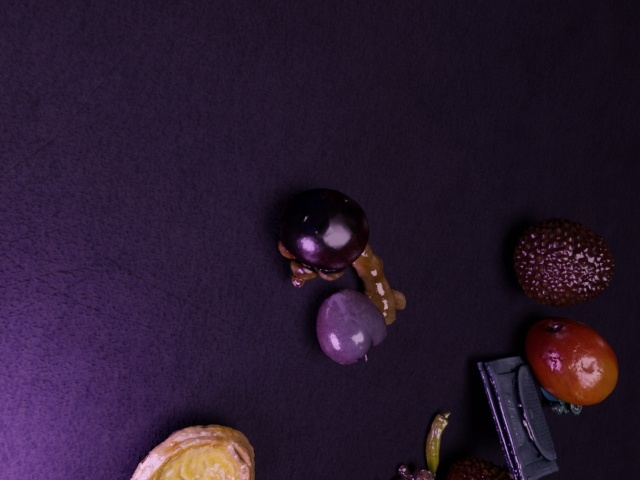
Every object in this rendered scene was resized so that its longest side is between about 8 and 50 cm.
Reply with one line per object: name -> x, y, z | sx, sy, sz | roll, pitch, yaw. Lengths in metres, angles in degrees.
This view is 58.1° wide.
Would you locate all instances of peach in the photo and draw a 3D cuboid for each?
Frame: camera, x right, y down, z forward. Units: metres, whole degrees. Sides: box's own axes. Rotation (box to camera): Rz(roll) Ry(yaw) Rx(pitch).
peach -> 0.745, 0.358, 1.729 | 0.281, 0.238, 0.281 | 37, 35, -32

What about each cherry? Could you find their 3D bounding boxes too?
cherry -> 0.064, 0.200, 1.335 | 0.176, 0.140, 0.176 | 8, 69, -23

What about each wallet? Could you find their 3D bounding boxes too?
wallet -> 0.578, 0.502, 1.651 | 0.237, 0.075, 0.342 | 6, 63, -44

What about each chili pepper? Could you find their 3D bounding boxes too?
chili pepper -> 0.316, 0.574, 1.607 | 0.049, 0.043, 0.208 | 4, 100, -59

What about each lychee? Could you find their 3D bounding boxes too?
lychee -> 0.695, 0.056, 1.664 | 0.267, 0.267, 0.267 | -5, 98, -33
lychee -> 0.439, 0.722, 1.583 | 0.236, 0.271, 0.236 | 2, 79, -10

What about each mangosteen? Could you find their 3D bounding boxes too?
mangosteen -> 0.000, 0.000, 1.250 | 0.194, 0.194, 0.230 | 2, 120, -34

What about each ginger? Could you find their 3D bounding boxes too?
ginger -> 0.118, 0.083, 1.396 | 0.118, 0.065, 0.299 | -49, 121, -34

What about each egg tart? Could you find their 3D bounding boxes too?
egg tart -> -0.266, 0.495, 1.183 | 0.279, 0.095, 0.279 | -7, 104, -29

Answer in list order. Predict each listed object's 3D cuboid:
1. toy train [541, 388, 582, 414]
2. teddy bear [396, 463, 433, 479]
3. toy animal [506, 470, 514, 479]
toy train -> 0.824, 0.460, 1.897 | 0.248, 0.101, 0.159 | -33, 99, -27
teddy bear -> 0.228, 0.666, 1.539 | 0.160, 0.078, 0.119 | -21, 73, -23
toy animal -> 0.585, 0.748, 1.787 | 0.114, 0.091, 0.082 | 49, 41, -41
